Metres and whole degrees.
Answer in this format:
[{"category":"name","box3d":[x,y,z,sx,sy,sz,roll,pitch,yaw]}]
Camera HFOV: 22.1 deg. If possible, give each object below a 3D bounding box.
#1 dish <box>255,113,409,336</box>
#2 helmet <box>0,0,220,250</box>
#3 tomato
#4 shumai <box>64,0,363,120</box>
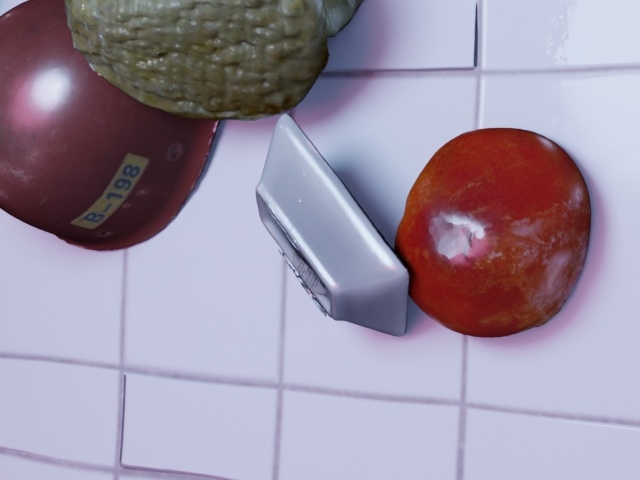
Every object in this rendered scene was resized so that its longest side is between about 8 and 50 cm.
[{"category":"dish","box3d":[0.000,0.000,1.824,0.080,0.182,0.243,-32,67,-13]},{"category":"helmet","box3d":[-0.320,-0.171,2.017,0.385,0.230,0.337,-42,67,27]},{"category":"tomato","box3d":[0.174,-0.007,1.739,0.200,0.139,0.233,22,100,25]},{"category":"shumai","box3d":[-0.110,-0.315,1.879,0.330,0.292,0.288,-3,55,23]}]
